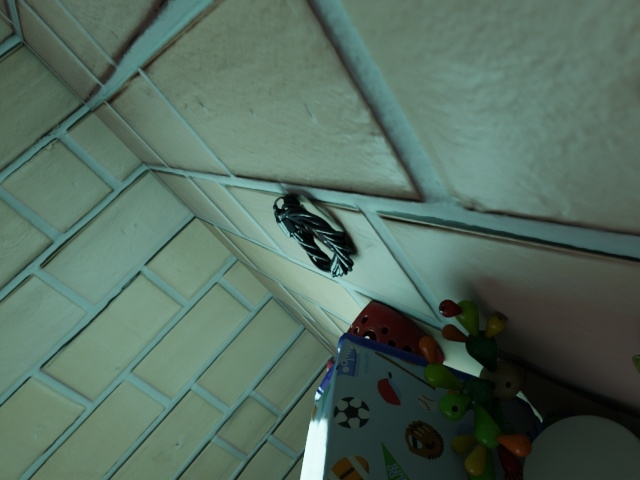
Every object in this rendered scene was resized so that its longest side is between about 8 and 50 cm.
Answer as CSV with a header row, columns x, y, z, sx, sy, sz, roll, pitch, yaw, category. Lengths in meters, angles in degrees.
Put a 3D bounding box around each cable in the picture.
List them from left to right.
x,y,z,sx,sy,sz,roll,pitch,yaw,category
0.000,0.000,0.730,0.150,0.047,0.184,20,151,43,cable

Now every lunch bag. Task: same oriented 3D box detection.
x,y,z,sx,sy,sz,roll,pitch,yaw,category
0.167,0.361,0.591,0.385,0.328,0.239,16,127,-3,lunch bag

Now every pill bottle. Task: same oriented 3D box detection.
x,y,z,sx,sy,sz,roll,pitch,yaw,category
0.376,0.346,0.475,0.318,0.176,0.176,45,164,-13,pill bottle

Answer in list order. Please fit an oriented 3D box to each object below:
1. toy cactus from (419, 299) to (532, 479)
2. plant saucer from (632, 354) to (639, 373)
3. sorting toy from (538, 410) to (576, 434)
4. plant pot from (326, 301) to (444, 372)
x,y,z,sx,sy,sz,roll,pitch,yaw,category
0.209,0.176,0.518,0.112,0.180,0.219,-25,71,43,toy cactus
0.307,0.160,0.254,0.241,0.037,0.241,45,-167,-13,plant saucer
0.352,0.271,0.610,0.061,0.042,0.102,6,132,40,sorting toy
0.121,0.248,0.852,0.191,0.174,0.191,38,167,11,plant pot
